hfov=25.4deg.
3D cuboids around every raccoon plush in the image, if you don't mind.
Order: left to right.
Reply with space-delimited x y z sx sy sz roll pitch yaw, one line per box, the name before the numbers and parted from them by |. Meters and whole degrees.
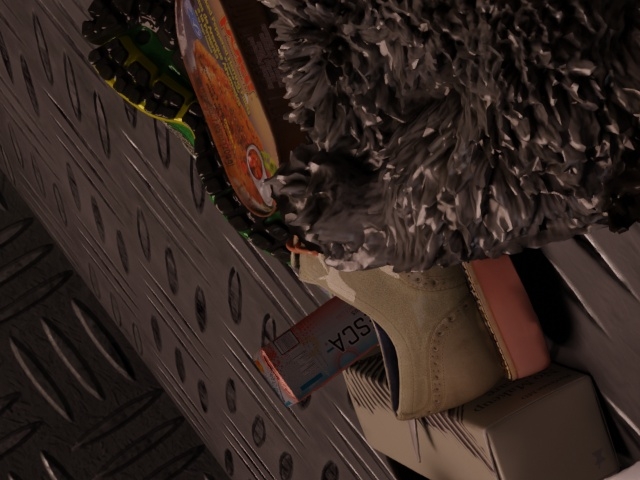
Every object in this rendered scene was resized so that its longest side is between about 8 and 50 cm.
raccoon plush | 0.118 -0.163 0.703 0.446 0.216 0.299 -6 106 39

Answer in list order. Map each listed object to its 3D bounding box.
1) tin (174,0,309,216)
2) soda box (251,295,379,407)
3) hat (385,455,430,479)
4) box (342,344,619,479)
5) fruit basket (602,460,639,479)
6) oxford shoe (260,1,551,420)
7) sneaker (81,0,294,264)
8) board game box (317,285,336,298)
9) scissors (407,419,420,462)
tin | -0.055 -0.110 1.034 0.189 0.040 0.106 69 160 10
soda box | 0.031 0.071 1.249 0.058 0.183 0.063 55 165 3
hat | 0.122 0.352 1.473 0.331 0.134 0.331 51 -177 -4
box | 0.130 0.152 1.242 0.275 0.113 0.094 12 124 65
fruit basket | 0.260 0.289 0.880 0.353 0.165 0.327 -34 91 35
oxford shoe | 0.030 -0.037 1.073 0.397 0.146 0.140 60 180 -12
sneaker | -0.067 -0.109 1.340 0.343 0.134 0.146 48 -172 11
board game box | 0.000 0.000 1.478 0.103 0.026 0.154 42 159 37
scissors | 0.061 0.033 1.177 0.109 0.021 0.297 -29 74 50
